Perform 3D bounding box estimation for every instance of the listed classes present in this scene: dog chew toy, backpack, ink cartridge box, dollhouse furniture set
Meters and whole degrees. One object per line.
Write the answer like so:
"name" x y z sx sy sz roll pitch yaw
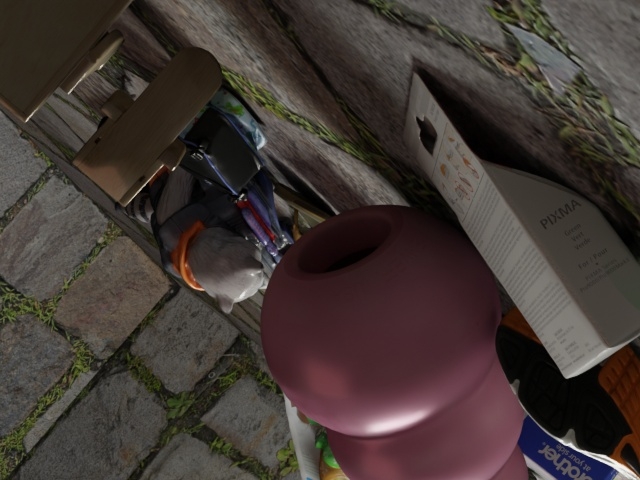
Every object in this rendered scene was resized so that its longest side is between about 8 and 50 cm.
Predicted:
"dog chew toy" 0.082 0.135 1.297 0.206 0.206 0.332 26 145 58
"backpack" -0.115 -0.108 1.485 0.114 0.084 0.105 25 162 44
"ink cartridge box" 0.142 -0.016 1.038 0.225 0.056 0.181 58 174 10
"ink cartridge box" 0.199 0.152 1.406 0.207 0.097 0.046 37 171 22
"dollhouse furniture set" -0.202 -0.230 1.360 0.303 0.174 0.355 42 -165 -9

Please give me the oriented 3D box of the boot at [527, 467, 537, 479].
"boot" 0.313 0.405 2.269 0.208 0.076 0.190 57 177 -40

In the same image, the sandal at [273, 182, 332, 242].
"sandal" 0.000 0.000 1.652 0.072 0.049 0.180 33 168 41

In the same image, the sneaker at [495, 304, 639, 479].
"sneaker" 0.249 0.151 1.211 0.262 0.099 0.121 40 176 10

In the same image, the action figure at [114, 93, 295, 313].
"action figure" -0.121 -0.004 1.714 0.341 0.178 0.330 55 180 -29

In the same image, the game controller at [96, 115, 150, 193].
"game controller" -0.246 -0.114 2.153 0.166 0.067 0.319 57 167 -13

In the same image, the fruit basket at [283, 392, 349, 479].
"fruit basket" 0.097 0.284 1.864 0.327 0.165 0.353 12 136 25
